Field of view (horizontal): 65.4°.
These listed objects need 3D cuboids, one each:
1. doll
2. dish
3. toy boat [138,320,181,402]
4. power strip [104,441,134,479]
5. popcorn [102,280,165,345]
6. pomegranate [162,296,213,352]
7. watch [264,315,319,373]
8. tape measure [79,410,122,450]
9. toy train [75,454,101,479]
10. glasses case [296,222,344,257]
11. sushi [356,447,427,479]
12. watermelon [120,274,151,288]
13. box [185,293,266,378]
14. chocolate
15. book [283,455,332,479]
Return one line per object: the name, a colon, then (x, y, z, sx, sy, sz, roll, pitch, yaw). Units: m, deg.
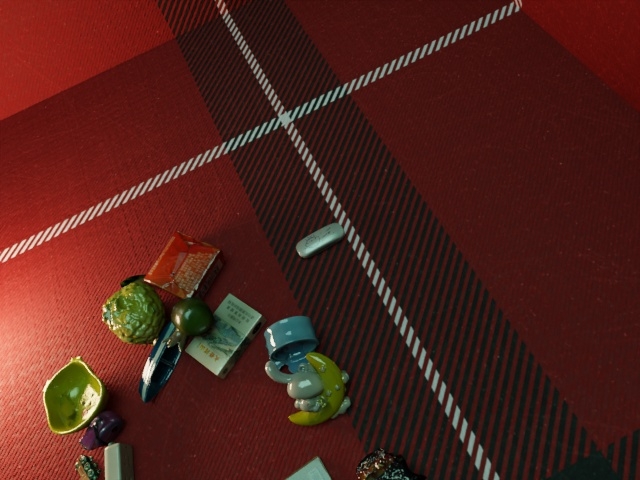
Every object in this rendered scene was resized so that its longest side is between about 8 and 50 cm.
doll: (-0.029, 0.470, 1.594, 0.252, 0.111, 0.238, -14, 100, 5)
dish: (-0.845, 0.557, 1.760, 0.221, 0.108, 0.262, -43, 55, -8)
toy boat: (-0.567, 0.429, 1.781, 0.061, 0.096, 0.299, 11, 64, 26)
power strip: (-0.636, 0.810, 1.587, 0.058, 0.098, 0.338, -16, 60, 0)
popcorn: (-0.667, 0.287, 1.832, 0.236, 0.252, 0.206, -7, 27, 48)
pomegranate: (-0.461, 0.293, 1.738, 0.152, 0.131, 0.191, 5, 66, 54)
watch: (-0.103, 0.341, 1.665, 0.210, 0.193, 0.211, -5, 59, 9)
tape measure: (-0.737, 0.639, 1.686, 0.074, 0.125, 0.118, 29, 86, 20)
toy train: (-0.787, 0.772, 1.675, 0.064, 0.044, 0.103, -47, 62, -2)
glasses case: (0.000, 0.000, 1.909, 0.197, 0.049, 0.076, -28, 60, -3)
sushi: (0.184, 0.694, 1.442, 0.172, 0.153, 0.150, -56, 44, 6)
watermelon: (-0.714, 0.181, 1.969, 0.135, 0.125, 0.094, -14, 89, -15)
box: (-0.338, 0.340, 1.790, 0.164, 0.069, 0.256, 28, 71, 25)
chocolate: (-0.517, 0.111, 1.935, 0.234, 0.108, 0.238, 20, 69, 21)
book: (-0.080, 0.833, 1.494, 0.310, 0.021, 0.217, -33, 61, -6)
